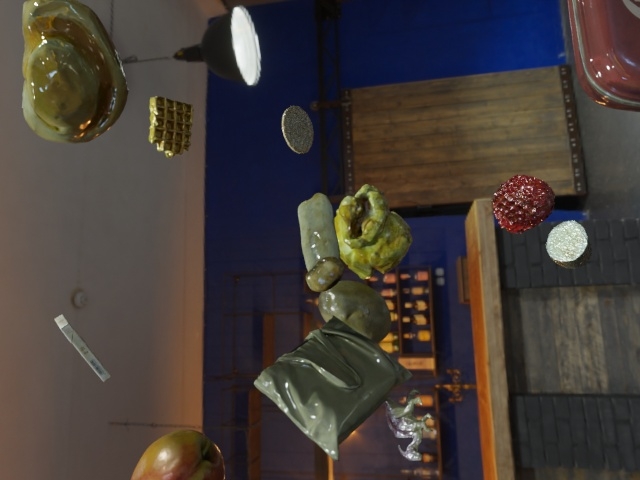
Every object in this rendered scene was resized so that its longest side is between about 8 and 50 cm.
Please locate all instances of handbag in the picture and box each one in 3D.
[{"bbox_3d":[0.035,0.313,1.141,0.315,0.253,0.109,-32,-34,-42],"label":"handbag"}]

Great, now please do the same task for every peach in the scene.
[{"bbox_3d":[-0.499,0.813,1.708,0.308,0.332,0.308,56,-171,-14],"label":"peach"}]

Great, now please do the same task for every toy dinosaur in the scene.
[{"bbox_3d":[0.318,0.646,1.802,0.077,0.162,0.294,51,-173,-26],"label":"toy dinosaur"}]

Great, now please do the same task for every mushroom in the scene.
[{"bbox_3d":[0.000,0.000,1.237,0.081,0.100,0.312,49,-160,-36],"label":"mushroom"}]

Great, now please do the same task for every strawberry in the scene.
[{"bbox_3d":[0.758,-0.125,1.781,0.178,0.233,0.234,-152,55,-70],"label":"strawberry"}]

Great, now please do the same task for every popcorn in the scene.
[{"bbox_3d":[0.154,-0.026,1.527,0.276,0.276,0.226,72,-148,-54],"label":"popcorn"}]

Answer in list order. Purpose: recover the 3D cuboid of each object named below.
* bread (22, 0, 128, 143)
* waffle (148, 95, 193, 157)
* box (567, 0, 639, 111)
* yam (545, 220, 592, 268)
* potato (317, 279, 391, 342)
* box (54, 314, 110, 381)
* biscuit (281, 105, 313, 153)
[{"bbox_3d":[-0.533,-0.366,1.085,0.341,0.210,0.301,29,116,56],"label":"bread"},{"bbox_3d":[-0.554,-0.410,1.838,0.160,0.055,0.211,3,-89,-46],"label":"waffle"},{"bbox_3d":[0.633,-0.447,1.003,0.108,0.263,0.404,109,162,-72],"label":"box"},{"bbox_3d":[0.640,0.019,1.277,0.183,0.107,0.107,20,-115,-54],"label":"yam"},{"bbox_3d":[0.099,0.202,1.417,0.160,0.235,0.178,-65,27,3],"label":"potato"},{"bbox_3d":[-0.561,0.253,1.177,0.024,0.090,0.167,-39,-63,-26],"label":"box"},{"bbox_3d":[-0.071,-0.346,1.558,0.152,0.020,0.152,8,-101,-51],"label":"biscuit"}]
